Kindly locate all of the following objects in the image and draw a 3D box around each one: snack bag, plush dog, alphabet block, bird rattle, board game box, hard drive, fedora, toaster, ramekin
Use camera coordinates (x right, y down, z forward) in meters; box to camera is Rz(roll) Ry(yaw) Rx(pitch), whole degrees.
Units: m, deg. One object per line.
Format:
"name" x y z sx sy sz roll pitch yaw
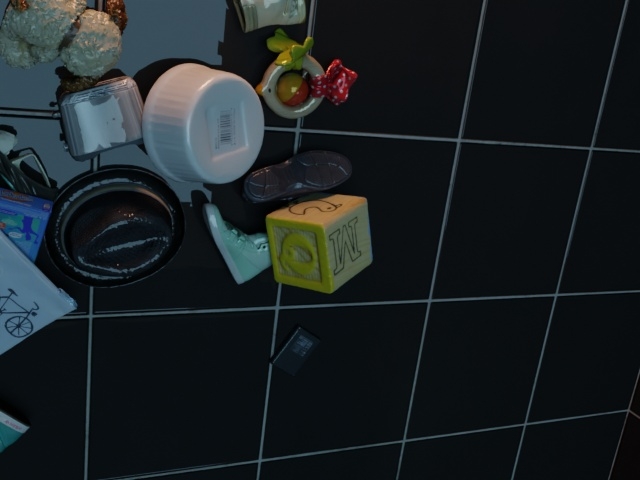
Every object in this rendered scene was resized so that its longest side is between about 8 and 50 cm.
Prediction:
"snack bag" -0.784 0.124 1.592 0.342 0.037 0.323 -31 123 4
"plush dog" -0.516 -0.434 1.448 0.225 0.210 0.262 29 95 -23
"alphabet block" 0.000 0.000 1.815 0.197 0.192 0.193 -34 122 -47
"bird rattle" -0.047 -0.398 1.754 0.207 0.143 0.253 -47 134 11
"board game box" -0.704 -0.016 1.572 0.160 0.047 0.210 17 122 -24
"hard drive" -0.072 0.318 2.034 0.094 0.022 0.135 37 91 -30
"fedora" -0.472 -0.009 1.663 0.334 0.152 0.334 -8 111 -21
"toaster" -0.474 -0.277 1.579 0.227 0.129 0.146 -19 113 -17
"ramekin" -0.255 -0.259 1.614 0.277 0.135 0.277 -22 119 -47

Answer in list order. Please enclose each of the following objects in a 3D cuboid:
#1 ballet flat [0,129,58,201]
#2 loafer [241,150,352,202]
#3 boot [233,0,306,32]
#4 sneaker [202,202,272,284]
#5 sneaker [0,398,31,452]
"ballet flat" -0.686 -0.177 1.550 0.096 0.095 0.280 -47 131 -14
"loafer" -0.067 -0.161 1.838 0.302 0.095 0.109 -16 84 -23
"boot" -0.126 -0.601 1.644 0.165 0.077 0.213 -15 117 -16
"sneaker" -0.198 -0.019 1.812 0.151 0.094 0.256 -28 127 -6
"sneaker" -0.864 0.431 1.674 0.178 0.124 0.295 -51 122 -11
